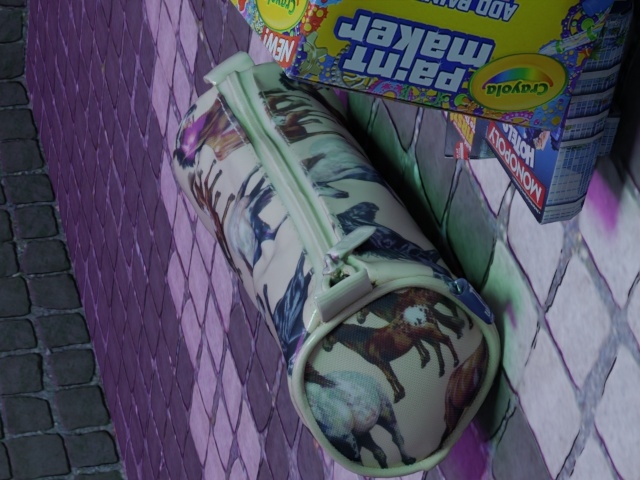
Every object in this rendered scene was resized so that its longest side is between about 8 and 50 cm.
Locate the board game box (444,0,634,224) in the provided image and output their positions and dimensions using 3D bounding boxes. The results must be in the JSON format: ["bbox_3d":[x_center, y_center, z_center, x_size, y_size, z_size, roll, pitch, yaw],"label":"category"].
[{"bbox_3d":[0.135,-0.107,1.148,0.194,0.060,0.194,-116,26,-48],"label":"board game box"}]

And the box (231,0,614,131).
[{"bbox_3d":[0.057,-0.258,1.036,0.290,0.177,0.279,55,130,54],"label":"box"}]

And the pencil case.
[{"bbox_3d":[0.000,0.000,1.438,0.410,0.160,0.183,-121,14,-55],"label":"pencil case"}]
